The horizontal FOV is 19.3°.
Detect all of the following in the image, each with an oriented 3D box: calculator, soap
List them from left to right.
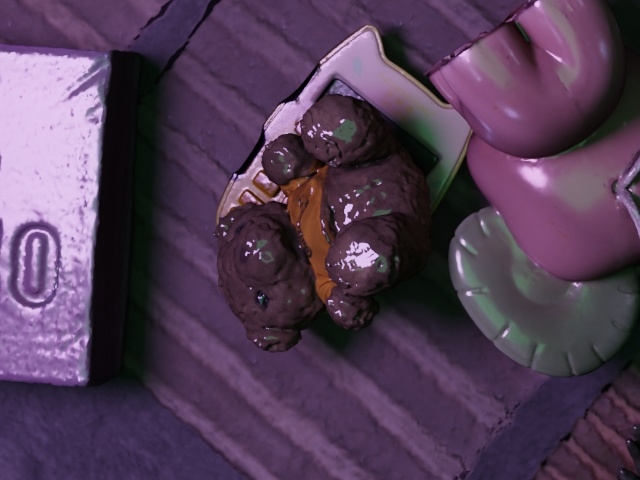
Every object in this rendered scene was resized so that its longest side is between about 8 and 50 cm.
[{"bbox_3d":[-0.306,-0.031,1.577,0.296,0.107,0.285,3,92,9],"label":"soap"},{"bbox_3d":[0.017,-0.051,1.552,0.157,0.033,0.236,40,102,5],"label":"calculator"}]

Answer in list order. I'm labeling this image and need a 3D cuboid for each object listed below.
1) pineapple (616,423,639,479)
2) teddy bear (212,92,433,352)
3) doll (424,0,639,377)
[{"bbox_3d":[0.278,0.306,1.463,0.169,0.169,0.340,-17,89,11],"label":"pineapple"},{"bbox_3d":[0.000,0.000,1.489,0.190,0.140,0.177,-28,66,23],"label":"teddy bear"},{"bbox_3d":[0.206,-0.056,1.423,0.284,0.216,0.268,-36,93,2],"label":"doll"}]
